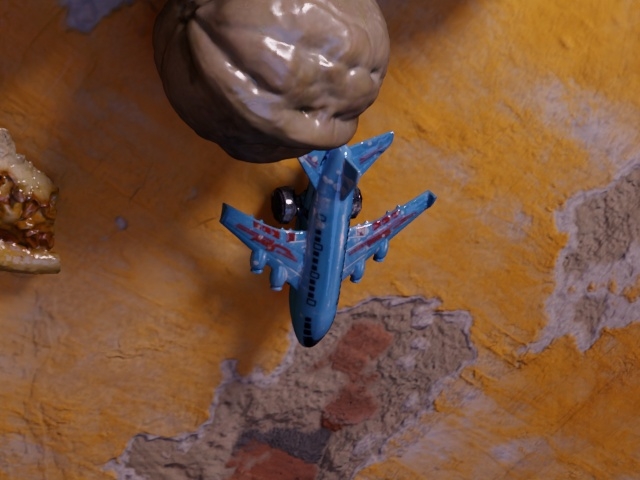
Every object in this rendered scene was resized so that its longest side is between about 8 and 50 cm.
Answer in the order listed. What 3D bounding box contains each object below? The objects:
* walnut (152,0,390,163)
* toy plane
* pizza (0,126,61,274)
[{"bbox_3d":[-0.042,-0.168,1.047,0.224,0.224,0.224,-15,132,-17],"label":"walnut"},{"bbox_3d":[0.000,0.000,1.275,0.254,0.105,0.271,-4,129,-25],"label":"toy plane"},{"bbox_3d":[-0.334,-0.045,1.086,0.134,0.056,0.271,-26,136,5],"label":"pizza"}]
